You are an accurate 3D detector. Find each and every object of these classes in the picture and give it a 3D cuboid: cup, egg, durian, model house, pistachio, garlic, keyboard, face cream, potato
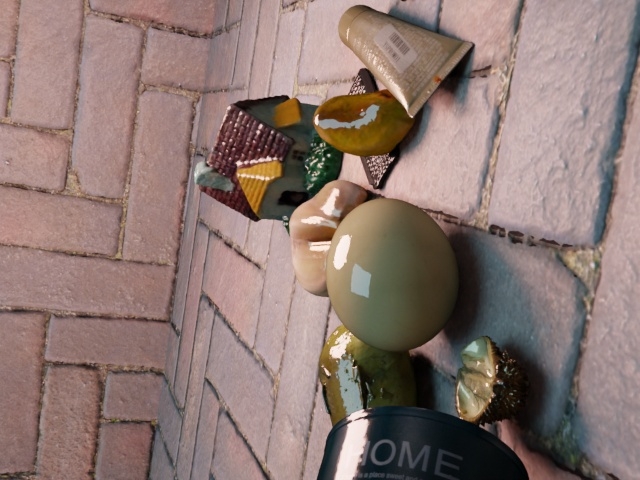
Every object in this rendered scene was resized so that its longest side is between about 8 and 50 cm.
[{"bbox_3d":[0.112,0.371,0.737,0.292,0.308,0.242,-65,-13,-46],"label":"cup"},{"bbox_3d":[0.100,0.043,1.006,0.241,0.186,0.186,-94,23,-48],"label":"egg"},{"bbox_3d":[0.212,0.170,0.846,0.140,0.071,0.110,133,146,-79],"label":"durian"},{"bbox_3d":[-0.127,-0.169,1.531,0.280,0.249,0.230,118,149,-41],"label":"model house"},{"bbox_3d":[0.081,-0.198,1.212,0.189,0.100,0.110,-2,99,30],"label":"pistachio"},{"bbox_3d":[0.000,0.000,1.367,0.228,0.110,0.217,168,104,-66],"label":"garlic"},{"bbox_3d":[0.090,-0.211,1.320,0.106,0.016,0.262,117,150,-41],"label":"keyboard"},{"bbox_3d":[0.124,-0.316,1.187,0.137,0.084,0.341,-50,34,11],"label":"face cream"},{"bbox_3d":[0.073,0.236,1.068,0.169,0.143,0.248,83,180,-73],"label":"potato"}]
